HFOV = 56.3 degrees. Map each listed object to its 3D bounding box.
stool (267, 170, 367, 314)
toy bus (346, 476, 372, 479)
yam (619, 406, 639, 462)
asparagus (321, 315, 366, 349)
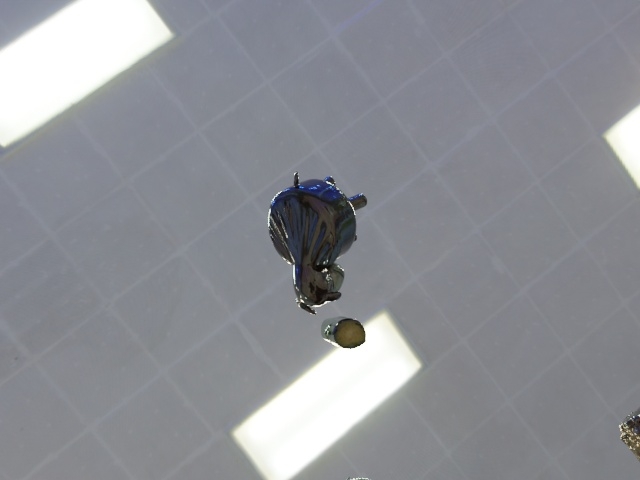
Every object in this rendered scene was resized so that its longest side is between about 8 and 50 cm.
[{"bbox_3d":[0.000,0.000,0.880,0.121,0.125,0.217,-25,-70,-50],"label":"stool"},{"bbox_3d":[0.073,0.539,0.889,0.183,0.344,0.199,-37,-43,7],"label":"toy bus"},{"bbox_3d":[0.610,0.295,0.974,0.238,0.128,0.129,-29,-113,-14],"label":"yam"},{"bbox_3d":[0.026,0.126,0.827,0.045,0.178,0.041,-30,-92,-9],"label":"asparagus"}]
